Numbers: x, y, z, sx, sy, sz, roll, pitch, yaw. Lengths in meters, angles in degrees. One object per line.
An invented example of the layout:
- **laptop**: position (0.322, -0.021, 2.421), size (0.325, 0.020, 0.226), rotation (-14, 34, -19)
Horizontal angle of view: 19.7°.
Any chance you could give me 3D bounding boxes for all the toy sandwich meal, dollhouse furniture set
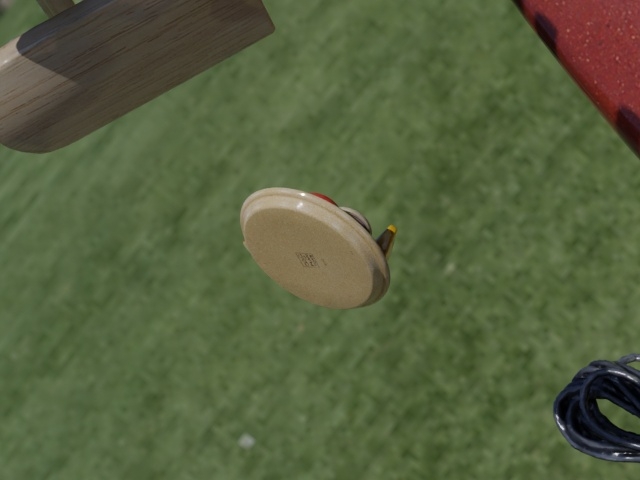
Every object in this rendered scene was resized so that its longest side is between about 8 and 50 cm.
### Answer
- **toy sandwich meal**: position (0.000, 0.000, 0.850), size (0.085, 0.085, 0.029), rotation (-31, 21, 54)
- **dollhouse furniture set**: position (-0.155, -0.155, 0.546), size (0.161, 0.242, 0.212), rotation (-29, 50, 0)

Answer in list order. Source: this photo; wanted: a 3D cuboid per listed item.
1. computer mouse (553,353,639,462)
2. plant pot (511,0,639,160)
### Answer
- **computer mouse**: position (0.269, 0.030, 1.030), size (0.188, 0.072, 0.272), rotation (26, 67, 31)
- **plant pot**: position (0.191, -0.180, 0.673), size (0.267, 0.235, 0.267), rotation (-47, -8, -48)
